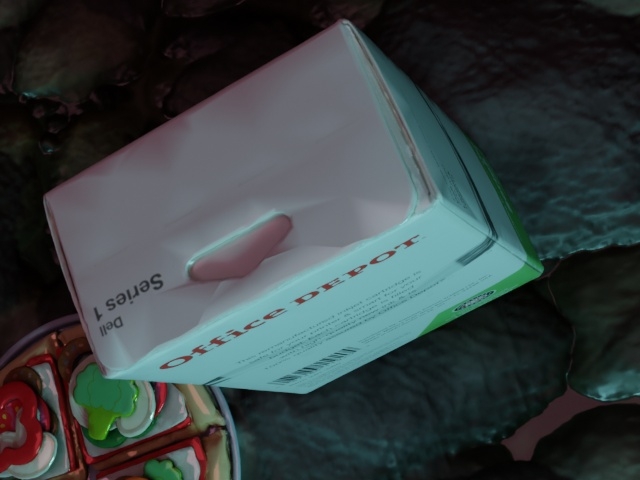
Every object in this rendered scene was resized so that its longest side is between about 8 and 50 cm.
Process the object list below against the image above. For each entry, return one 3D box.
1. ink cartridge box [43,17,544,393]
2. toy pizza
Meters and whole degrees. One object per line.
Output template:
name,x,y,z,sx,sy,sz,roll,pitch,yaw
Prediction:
ink cartridge box,0.000,0.000,0.538,0.160,0.219,0.093,-28,72,14
toy pizza,-0.142,0.141,0.671,0.201,0.032,0.201,-4,79,21
